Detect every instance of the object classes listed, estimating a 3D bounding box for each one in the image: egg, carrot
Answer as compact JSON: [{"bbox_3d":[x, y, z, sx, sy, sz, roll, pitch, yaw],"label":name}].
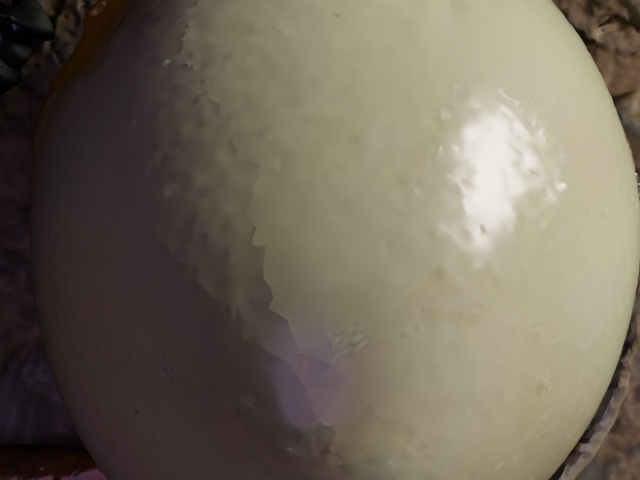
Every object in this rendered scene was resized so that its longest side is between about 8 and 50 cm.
[{"bbox_3d":[0.005,0.001,0.673,0.264,0.174,0.286,1,91,4],"label":"egg"},{"bbox_3d":[-0.112,0.107,0.779,0.165,0.035,0.035,-6,96,7],"label":"carrot"}]

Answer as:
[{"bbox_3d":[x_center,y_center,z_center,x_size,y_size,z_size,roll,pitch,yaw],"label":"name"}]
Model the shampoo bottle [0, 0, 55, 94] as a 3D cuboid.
[{"bbox_3d":[-0.239,-0.033,0.744,0.284,0.101,0.101,-28,93,10],"label":"shampoo bottle"}]
